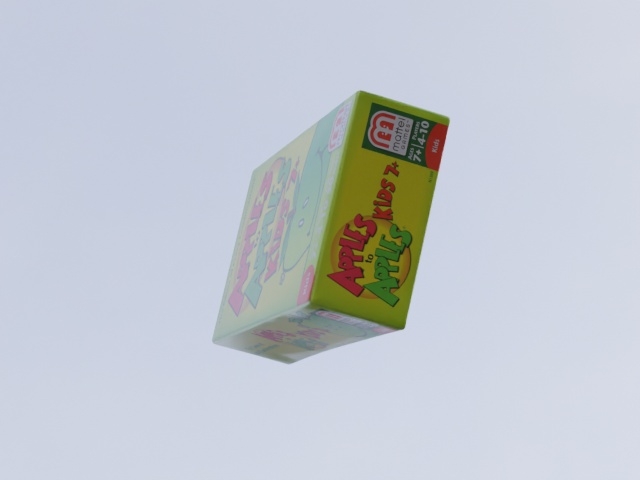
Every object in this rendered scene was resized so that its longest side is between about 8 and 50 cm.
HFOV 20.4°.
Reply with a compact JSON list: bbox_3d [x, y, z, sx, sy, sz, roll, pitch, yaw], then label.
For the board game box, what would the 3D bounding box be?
[{"bbox_3d":[0.000,0.000,0.804,0.043,0.092,0.181,15,-12,-14],"label":"board game box"}]
